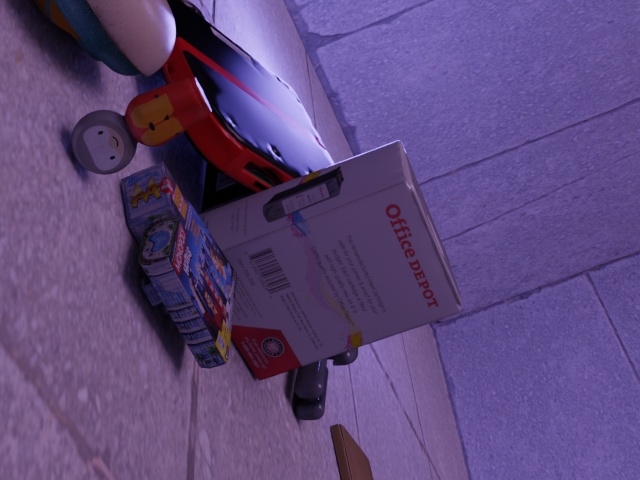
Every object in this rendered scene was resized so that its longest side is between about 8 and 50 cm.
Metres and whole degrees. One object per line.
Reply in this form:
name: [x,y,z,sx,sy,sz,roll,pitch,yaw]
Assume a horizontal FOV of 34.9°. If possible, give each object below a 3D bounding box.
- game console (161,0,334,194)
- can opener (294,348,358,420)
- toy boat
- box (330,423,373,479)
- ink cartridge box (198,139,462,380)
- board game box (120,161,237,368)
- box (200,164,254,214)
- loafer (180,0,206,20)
game console: [-0.105,-0.186,1.518,0.386,0.060,0.342,31,26,-52]
can opener: [0.006,0.201,1.660,0.280,0.093,0.074,-66,154,-71]
toy boat: [-0.238,-0.226,1.104,0.267,0.148,0.318,60,4,-67]
box: [0.070,0.434,1.739,0.164,0.021,0.201,59,14,-49]
ink cartridge box: [0.008,0.031,1.368,0.131,0.306,0.226,-96,163,-57]
board game box: [-0.165,0.021,1.158,0.194,0.060,0.194,-92,158,-62]
box: [-0.103,-0.032,1.528,0.156,0.093,0.158,-95,160,-60]
loafer: [-0.212,-0.328,1.653,0.078,0.076,0.223,32,-7,35]
